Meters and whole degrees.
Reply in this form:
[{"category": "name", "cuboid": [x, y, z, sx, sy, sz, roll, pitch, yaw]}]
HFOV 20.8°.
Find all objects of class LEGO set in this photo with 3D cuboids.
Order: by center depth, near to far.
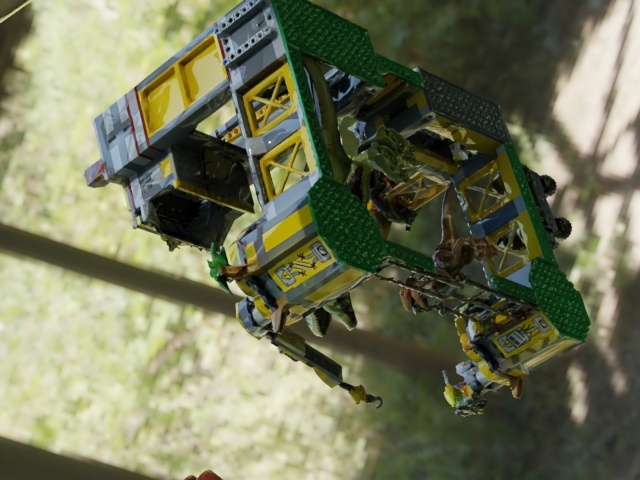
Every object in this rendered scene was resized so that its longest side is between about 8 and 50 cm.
[{"category": "LEGO set", "cuboid": [0.000, 0.000, 1.126, 0.192, 0.331, 0.255, -34, 65, 30]}]

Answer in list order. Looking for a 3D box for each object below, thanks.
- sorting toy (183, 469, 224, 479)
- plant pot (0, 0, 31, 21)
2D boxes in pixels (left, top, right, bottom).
[{"category": "sorting toy", "cuboid": [-0.071, 0.167, 0.988, 0.061, 0.042, 0.102, -59, -28, -48]}, {"category": "plant pot", "cuboid": [-0.091, -0.271, 0.660, 0.305, 0.334, 0.334, -28, 2, -7]}]
